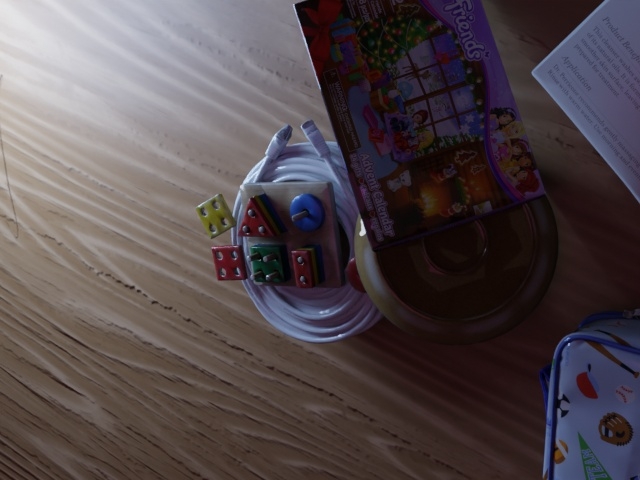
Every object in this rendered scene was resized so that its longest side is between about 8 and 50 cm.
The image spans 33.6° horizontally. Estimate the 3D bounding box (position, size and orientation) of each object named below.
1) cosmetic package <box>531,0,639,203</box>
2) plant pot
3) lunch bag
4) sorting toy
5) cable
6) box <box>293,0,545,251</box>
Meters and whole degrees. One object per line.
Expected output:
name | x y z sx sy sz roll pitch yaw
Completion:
cosmetic package | 0.417 -0.213 0.986 0.385 0.156 0.217 -42 79 33
plant pot | 0.155 0.002 1.218 0.236 0.032 0.237 0 86 6
lunch bag | 0.360 0.226 1.173 0.243 0.115 0.304 12 111 33
sorting toy | -0.051 -0.003 1.308 0.274 0.046 0.132 1 105 33
cable | 0.000 0.000 1.360 0.257 0.089 0.257 50 124 10
box | 0.108 -0.156 1.187 0.200 0.057 0.293 -18 85 5
